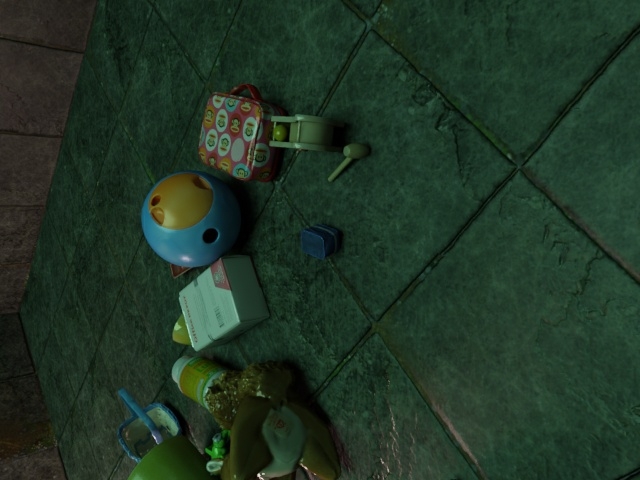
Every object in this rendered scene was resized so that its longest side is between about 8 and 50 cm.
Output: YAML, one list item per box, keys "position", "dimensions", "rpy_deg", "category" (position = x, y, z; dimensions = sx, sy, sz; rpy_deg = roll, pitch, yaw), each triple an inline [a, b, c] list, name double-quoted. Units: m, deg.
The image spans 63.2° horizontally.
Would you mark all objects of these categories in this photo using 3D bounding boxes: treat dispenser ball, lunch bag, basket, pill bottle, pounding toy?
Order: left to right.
- position: [-0.632, 0.691, 1.906]
  dimensions: [0.255, 0.201, 0.288]
  rpy_deg: [28, 144, 41]
  category: "basket"
- position: [-0.382, -0.065, 1.547]
  dimensions: [0.288, 0.288, 0.288]
  rpy_deg: [4, 96, 46]
  category: "treat dispenser ball"
- position: [-0.379, 0.456, 1.692]
  dimensions: [0.246, 0.136, 0.136]
  rpy_deg: [10, 100, 45]
  category: "pill bottle"
- position: [-0.229, -0.318, 1.491]
  dimensions: [0.293, 0.120, 0.258]
  rpy_deg: [28, 112, 42]
  category: "lunch bag"
- position: [-0.029, -0.224, 1.263]
  dimensions: [0.270, 0.154, 0.154]
  rpy_deg: [16, 104, 45]
  category: "pounding toy"
- position: [0.000, 0.000, 1.315]
  dimensions: [0.098, 0.065, 0.067]
  rpy_deg: [23, 125, 42]
  category: "lunch bag"

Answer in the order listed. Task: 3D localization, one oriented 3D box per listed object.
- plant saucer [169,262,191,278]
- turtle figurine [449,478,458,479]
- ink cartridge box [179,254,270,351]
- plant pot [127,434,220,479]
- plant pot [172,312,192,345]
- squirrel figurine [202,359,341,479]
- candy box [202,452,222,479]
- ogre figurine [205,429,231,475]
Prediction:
- position: [-0.462, -0.026, 1.809]
  dimensions: [0.258, 0.048, 0.259]
  rpy_deg: [-27, 73, 44]
  category: "plant saucer"
- position: [0.238, 0.621, 1.081]
  dimensions: [0.175, 0.118, 0.234]
  rpy_deg: [-89, 20, -65]
  category: "turtle figurine"
- position: [-0.305, 0.196, 1.609]
  dimensions: [0.283, 0.117, 0.207]
  rpy_deg: [-35, 68, 41]
  category: "ink cartridge box"
- position: [-0.410, 0.809, 1.613]
  dimensions: [0.294, 0.275, 0.274]
  rpy_deg: [25, 111, 28]
  category: "plant pot"
- position: [-0.413, 0.299, 1.739]
  dimensions: [0.095, 0.134, 0.134]
  rpy_deg: [24, 112, 16]
  category: "plant pot"
- position: [-0.176, 0.545, 1.445]
  dimensions: [0.370, 0.281, 0.396]
  rpy_deg: [-58, 39, 44]
  category: "squirrel figurine"
- position: [-0.365, 0.774, 1.763]
  dimensions: [0.187, 0.053, 0.109]
  rpy_deg: [-34, 68, 41]
  category: "candy box"
- position: [-0.288, 0.658, 1.626]
  dimensions: [0.097, 0.118, 0.197]
  rpy_deg: [42, 122, 36]
  category: "ogre figurine"
